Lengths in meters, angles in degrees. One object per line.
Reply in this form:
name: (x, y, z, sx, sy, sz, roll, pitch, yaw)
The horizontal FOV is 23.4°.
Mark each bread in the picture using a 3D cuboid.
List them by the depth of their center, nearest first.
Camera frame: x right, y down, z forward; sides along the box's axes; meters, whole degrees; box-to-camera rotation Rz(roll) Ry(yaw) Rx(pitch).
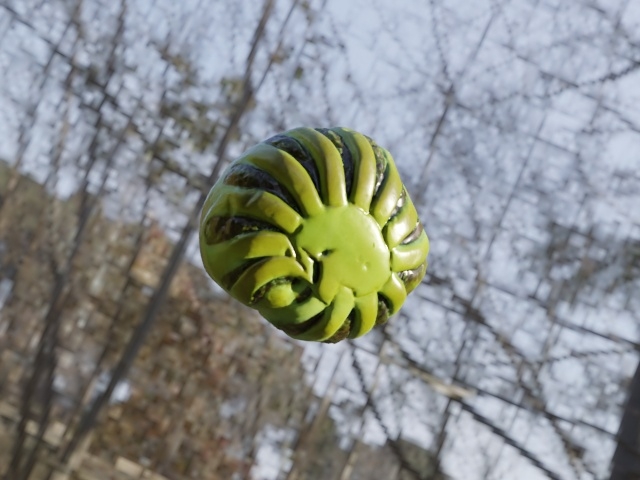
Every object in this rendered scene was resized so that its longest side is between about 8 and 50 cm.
bread: (0.000, 0.000, 0.914, 0.139, 0.130, 0.071, 57, -9, -25)
